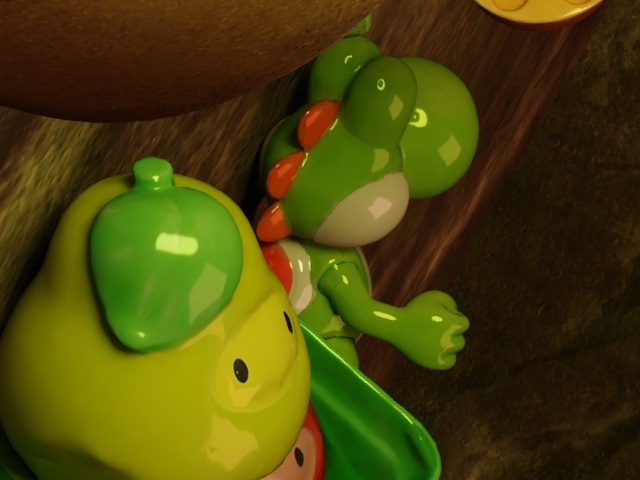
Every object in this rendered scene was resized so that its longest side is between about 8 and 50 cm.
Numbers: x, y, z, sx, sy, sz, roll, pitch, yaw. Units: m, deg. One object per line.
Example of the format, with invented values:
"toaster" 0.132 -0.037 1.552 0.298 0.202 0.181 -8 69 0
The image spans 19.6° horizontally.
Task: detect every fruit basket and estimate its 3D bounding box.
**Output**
"fruit basket" -0.085 0.133 1.084 0.392 0.283 0.392 -48 -178 2

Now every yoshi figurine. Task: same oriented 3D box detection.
"yoshi figurine" 0.026 0.001 1.438 0.203 0.204 0.362 -74 -178 -56

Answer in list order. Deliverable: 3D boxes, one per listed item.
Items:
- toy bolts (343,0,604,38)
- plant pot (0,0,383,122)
"toy bolts" 0.066 -0.236 0.997 0.158 0.218 0.228 67 34 -69
"plant pot" -0.113 -0.145 0.347 0.254 0.237 0.237 -2 121 -59
